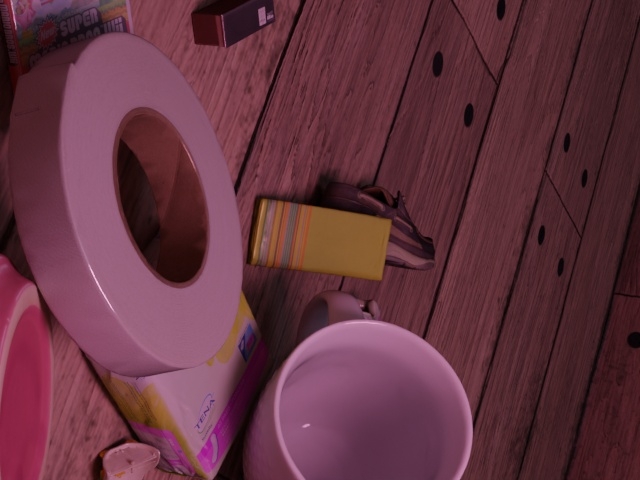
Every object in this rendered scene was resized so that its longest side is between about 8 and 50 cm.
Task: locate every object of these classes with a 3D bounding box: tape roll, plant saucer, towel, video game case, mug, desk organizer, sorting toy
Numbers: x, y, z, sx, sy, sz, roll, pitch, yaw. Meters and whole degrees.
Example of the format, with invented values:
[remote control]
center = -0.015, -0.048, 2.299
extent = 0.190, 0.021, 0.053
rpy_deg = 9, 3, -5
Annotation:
[tape roll]
center = -0.205, -0.042, 1.450
extent = 0.392, 0.072, 0.392
rpy_deg = -12, 90, -69
[plant saucer]
center = -0.331, 0.165, 1.284
extent = 0.332, 0.084, 0.332
rpy_deg = 3, 90, -90
[towel]
center = 0.000, 0.000, 1.966
extent = 0.237, 0.021, 0.102
rpy_deg = 8, 95, -31
[video game case]
center = -0.289, -0.279, 1.463
extent = 0.204, 0.025, 0.285
rpy_deg = -39, 131, -52
[mug]
center = 0.022, 0.252, 1.835
extent = 0.328, 0.276, 0.374
rpy_deg = 123, -35, -60
[desk organizer]
center = -0.116, -0.302, 1.749
extent = 0.130, 0.050, 0.047
rpy_deg = -40, 132, -51
[sorting toy]
center = -0.257, 0.306, 1.678
extent = 0.083, 0.045, 0.075
rpy_deg = -17, 128, -42

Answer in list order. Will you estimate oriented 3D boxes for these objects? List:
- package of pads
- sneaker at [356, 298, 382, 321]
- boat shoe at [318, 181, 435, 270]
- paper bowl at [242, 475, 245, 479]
[package of pads]
center = -0.181, 0.153, 1.710
extent = 0.229, 0.101, 0.296
rpy_deg = -61, 145, -36
[sneaker]
center = 0.029, 0.165, 2.119
extent = 0.252, 0.103, 0.111
rpy_deg = -36, 125, -62
[boat shoe]
center = 0.106, -0.026, 2.161
extent = 0.355, 0.132, 0.130
rpy_deg = 13, 86, -63
[paper bowl]
center = -0.010, 0.438, 2.065
extent = 0.284, 0.148, 0.284
rpy_deg = -24, 118, -56
